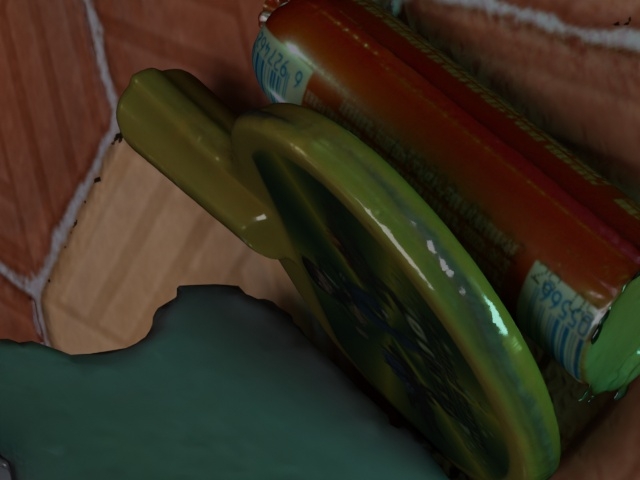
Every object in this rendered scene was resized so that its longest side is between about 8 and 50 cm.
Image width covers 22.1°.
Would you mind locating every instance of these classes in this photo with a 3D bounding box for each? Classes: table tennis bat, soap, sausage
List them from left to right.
[{"bbox_3d":[-0.069,0.291,0.802,0.350,0.213,0.435,41,129,38],"label":"soap"},{"bbox_3d":[0.000,0.000,0.758,0.321,0.050,0.198,39,160,43],"label":"table tennis bat"},{"bbox_3d":[0.052,-0.041,0.717,0.264,0.083,0.083,44,127,35],"label":"sausage"}]
